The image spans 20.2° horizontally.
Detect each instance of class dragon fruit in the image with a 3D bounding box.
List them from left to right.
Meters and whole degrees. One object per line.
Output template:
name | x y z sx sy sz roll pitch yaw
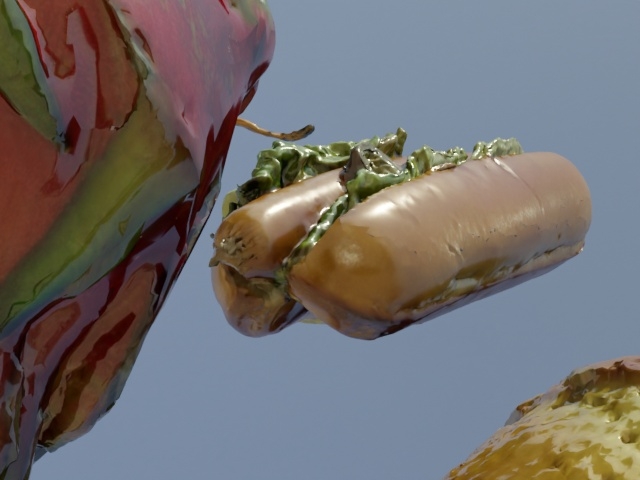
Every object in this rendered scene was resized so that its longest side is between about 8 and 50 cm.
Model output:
dragon fruit | -0.122 -0.020 0.584 0.200 0.198 0.269 21 -85 68

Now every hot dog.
hot dog | 0.048 -0.012 1.011 0.135 0.337 0.100 1 -82 30

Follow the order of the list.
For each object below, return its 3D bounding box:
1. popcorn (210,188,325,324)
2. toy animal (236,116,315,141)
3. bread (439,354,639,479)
popcorn | 0.000 0.000 1.390 0.141 0.135 0.162 -46 -104 4
toy animal | -0.127 -0.124 1.486 0.255 0.116 0.114 28 -100 10
bread | 0.220 0.262 1.162 0.398 0.215 0.398 43 -29 32
